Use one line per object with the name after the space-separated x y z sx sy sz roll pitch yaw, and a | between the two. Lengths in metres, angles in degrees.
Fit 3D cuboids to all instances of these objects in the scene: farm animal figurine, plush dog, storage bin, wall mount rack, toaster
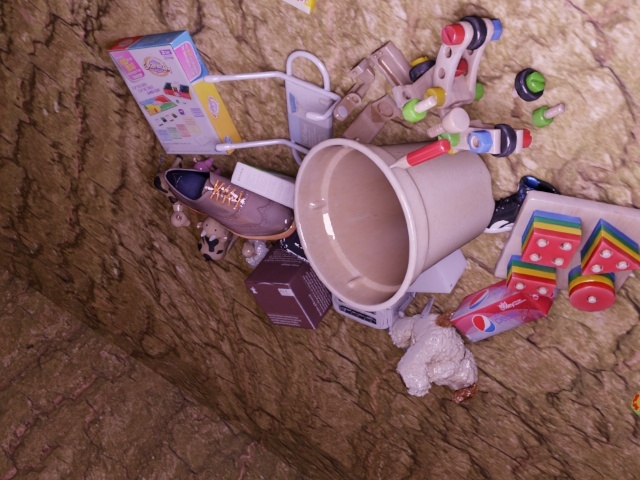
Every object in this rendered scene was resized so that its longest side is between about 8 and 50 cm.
-0.300 -0.056 2.114 0.330 0.172 0.327 20 143 18 | farm animal figurine
0.320 0.295 1.987 0.210 0.262 0.225 -36 119 17 | plush dog
0.000 0.000 1.932 0.180 0.122 0.084 30 -171 -4 | storage bin
-0.095 -0.266 1.739 0.304 0.130 0.350 25 143 22 | wall mount rack
0.127 0.126 1.983 0.227 0.146 0.129 21 142 23 | toaster

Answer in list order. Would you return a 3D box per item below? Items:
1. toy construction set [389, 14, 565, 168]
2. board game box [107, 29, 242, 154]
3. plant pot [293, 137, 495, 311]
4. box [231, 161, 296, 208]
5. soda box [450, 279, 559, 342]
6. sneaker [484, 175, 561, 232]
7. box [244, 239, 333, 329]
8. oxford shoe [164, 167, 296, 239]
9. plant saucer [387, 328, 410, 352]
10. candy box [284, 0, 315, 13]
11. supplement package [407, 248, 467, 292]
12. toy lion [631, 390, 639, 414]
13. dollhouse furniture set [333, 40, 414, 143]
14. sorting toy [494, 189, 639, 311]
0.218 -0.224 1.378 0.257 0.309 0.237 55 148 -10 | toy construction set
-0.360 -0.359 1.925 0.242 0.064 0.316 6 135 37 | board game box
0.168 -0.065 1.527 0.334 0.305 0.334 26 125 44 | plant pot
-0.020 -0.097 1.811 0.322 0.058 0.232 25 -172 20 | box
0.423 0.152 1.794 0.083 0.092 0.263 44 146 -7 | soda box
0.390 -0.081 1.575 0.217 0.079 0.121 5 131 27 | sneaker
-0.058 0.106 2.075 0.168 0.203 0.167 2 133 42 | box
-0.226 -0.093 1.896 0.364 0.130 0.133 16 171 22 | oxford shoe
0.213 0.245 2.160 0.192 0.018 0.067 49 144 -15 | plant saucer
-0.046 -0.538 1.464 0.105 0.027 0.206 29 145 9 | candy box
0.236 0.052 1.834 0.179 0.105 0.105 -1 130 43 | supplement package
0.756 0.375 1.756 0.096 0.100 0.034 -29 113 33 | toy lion
0.107 -0.282 1.541 0.144 0.123 0.151 48 144 -16 | dollhouse furniture set
0.500 0.038 1.521 0.255 0.089 0.257 11 142 2 | sorting toy
